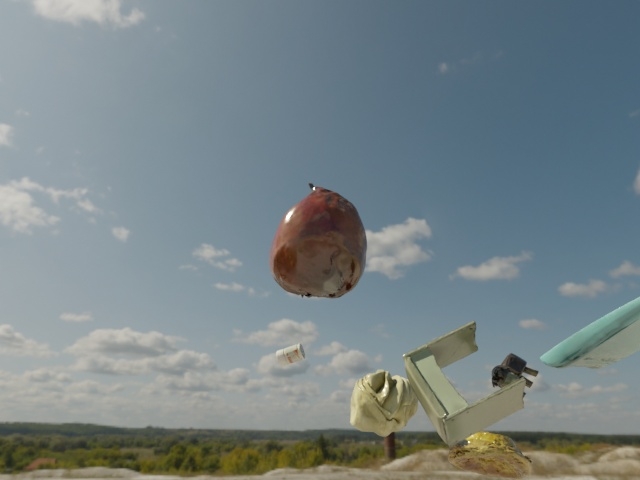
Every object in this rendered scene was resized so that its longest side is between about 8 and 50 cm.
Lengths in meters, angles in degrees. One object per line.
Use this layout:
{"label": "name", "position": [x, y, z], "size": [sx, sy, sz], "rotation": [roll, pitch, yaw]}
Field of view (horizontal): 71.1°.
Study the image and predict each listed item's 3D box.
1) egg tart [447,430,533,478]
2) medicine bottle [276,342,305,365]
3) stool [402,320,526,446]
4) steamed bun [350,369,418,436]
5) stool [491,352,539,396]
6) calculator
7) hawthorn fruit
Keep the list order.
{"label": "egg tart", "position": [0.687, 0.864, 1.822], "size": [0.342, 0.129, 0.341], "rotation": [11, -35, 8]}
{"label": "medicine bottle", "position": [-0.102, 0.396, 1.550], "size": [0.089, 0.057, 0.057], "rotation": [-19, -26, 4]}
{"label": "stool", "position": [0.428, 0.430, 1.362], "size": [0.270, 0.243, 0.170], "rotation": [-24, -50, -5]}
{"label": "steamed bun", "position": [0.280, 0.671, 1.906], "size": [0.290, 0.203, 0.276], "rotation": [7, 21, 1]}
{"label": "stool", "position": [0.645, 0.458, 1.504], "size": [0.121, 0.125, 0.217], "rotation": [33, 13, 29]}
{"label": "calculator", "position": [0.728, 0.204, 1.049], "size": [0.256, 0.054, 0.386], "rotation": [10, -47, -30]}
{"label": "hawthorn fruit", "position": [0.003, 0.022, 1.323], "size": [0.308, 0.324, 0.308], "rotation": [30, -6, 3]}
